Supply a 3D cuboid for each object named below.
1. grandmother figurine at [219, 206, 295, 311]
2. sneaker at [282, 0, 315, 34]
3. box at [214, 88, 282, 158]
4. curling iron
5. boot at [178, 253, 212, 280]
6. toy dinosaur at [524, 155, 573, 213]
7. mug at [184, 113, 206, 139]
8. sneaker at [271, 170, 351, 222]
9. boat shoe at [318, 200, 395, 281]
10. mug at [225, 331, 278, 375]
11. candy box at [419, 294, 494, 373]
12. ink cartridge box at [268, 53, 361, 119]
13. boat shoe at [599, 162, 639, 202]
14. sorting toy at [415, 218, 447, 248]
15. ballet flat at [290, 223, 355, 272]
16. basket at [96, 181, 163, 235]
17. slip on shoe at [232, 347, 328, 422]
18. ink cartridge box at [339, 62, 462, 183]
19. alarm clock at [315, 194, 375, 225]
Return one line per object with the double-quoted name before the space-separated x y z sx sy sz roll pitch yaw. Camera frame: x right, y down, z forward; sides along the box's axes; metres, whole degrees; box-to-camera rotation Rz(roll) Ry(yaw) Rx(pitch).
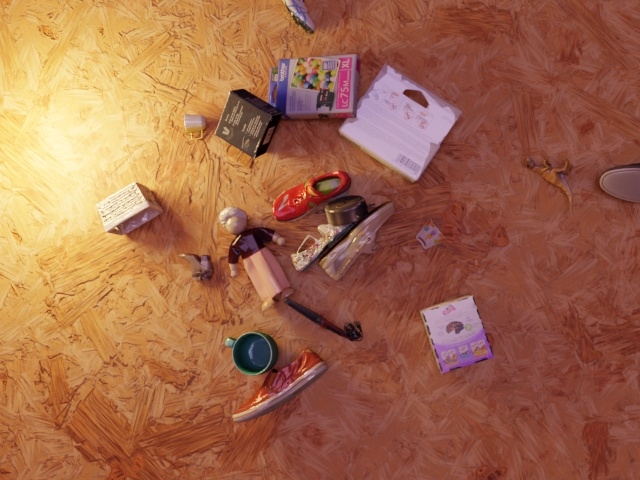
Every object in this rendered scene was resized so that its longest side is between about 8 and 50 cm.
"grandmother figurine" -0.207 0.039 1.532 0.208 0.104 0.342 -32 87 -7
"sneaker" -0.081 -0.783 1.579 0.086 0.085 0.237 -34 86 7
"box" -0.228 -0.372 1.530 0.158 0.093 0.156 32 119 6
"curling iron" 0.011 0.242 1.505 0.274 0.035 0.068 25 99 -6
"boot" -0.409 0.088 1.574 0.118 0.042 0.087 5 95 12
"toy dinosaur" 0.734 -0.195 1.494 0.211 0.064 0.112 45 109 15
"mug" -0.412 -0.384 1.602 0.064 0.078 0.062 -6 53 -4
"sneaker" -0.036 -0.151 1.517 0.279 0.118 0.107 -28 84 2
"boat shoe" 0.130 0.001 1.504 0.302 0.109 0.098 -44 93 3
"mug" -0.205 0.340 1.507 0.129 0.097 0.158 -38 73 4
"candy box" 0.413 0.283 1.476 0.165 0.070 0.196 -18 86 4
"ink cartridge box" -0.033 -0.485 1.536 0.311 0.065 0.186 3 86 21
"boat shoe" 1.011 -0.181 1.456 0.335 0.095 0.112 4 122 9
"sorting toy" 0.344 -0.013 1.521 0.075 0.045 0.083 -41 84 20
"ballet flat" 0.000 0.000 1.516 0.241 0.091 0.077 -43 88 2
"basket" -0.622 -0.103 1.567 0.167 0.113 0.103 -31 82 2
"slip on shoe" -0.134 0.453 1.496 0.331 0.123 0.101 -36 68 -1
"ink cartridge box" 0.251 -0.369 1.533 0.296 0.066 0.261 35 90 6
"alarm clock" 0.062 -0.096 1.504 0.192 0.129 0.064 -4 113 36
